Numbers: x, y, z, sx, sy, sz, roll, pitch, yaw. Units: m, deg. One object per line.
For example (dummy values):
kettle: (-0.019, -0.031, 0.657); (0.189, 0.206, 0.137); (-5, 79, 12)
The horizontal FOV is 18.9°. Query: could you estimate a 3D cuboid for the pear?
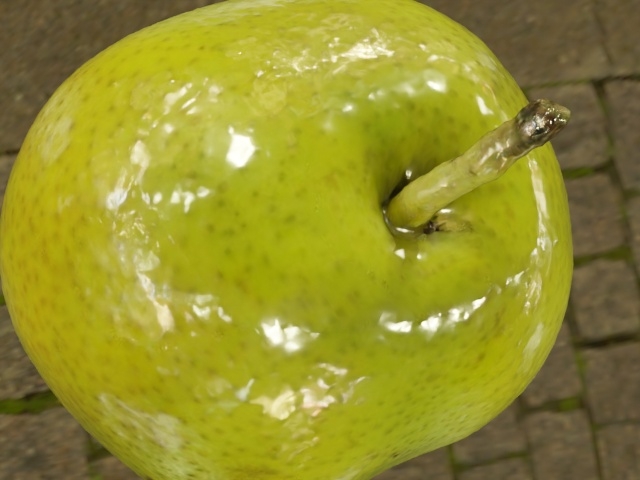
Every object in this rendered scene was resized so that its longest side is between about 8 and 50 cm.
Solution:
pear: (0.000, 0.000, 0.586); (0.180, 0.216, 0.166); (-5, 85, -26)
